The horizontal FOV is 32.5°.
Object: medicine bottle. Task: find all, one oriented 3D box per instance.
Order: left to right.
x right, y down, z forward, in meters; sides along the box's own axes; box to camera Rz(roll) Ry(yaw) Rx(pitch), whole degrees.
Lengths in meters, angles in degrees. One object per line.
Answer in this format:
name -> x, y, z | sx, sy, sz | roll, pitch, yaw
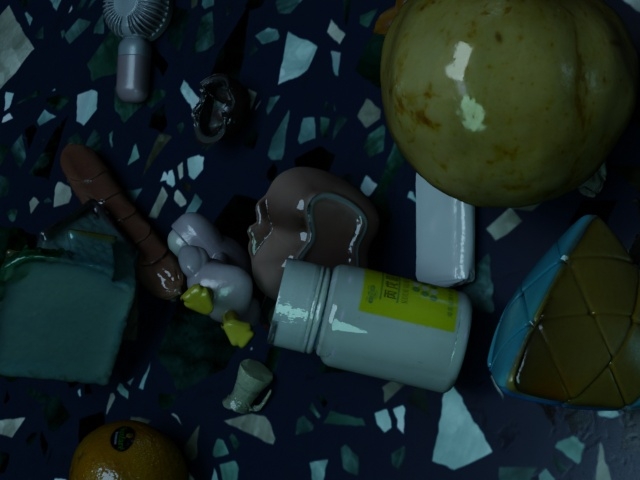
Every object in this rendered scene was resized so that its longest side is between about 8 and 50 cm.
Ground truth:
medicine bottle -> 0.065, 0.111, 1.480 | 0.258, 0.143, 0.143 | 12, 87, 0

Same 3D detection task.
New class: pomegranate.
pomegranate -> 0.236, -0.213, 1.374 | 0.342, 0.342, 0.342 | -9, 75, 36

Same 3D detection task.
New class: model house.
model house -> -0.443, 0.064, 1.874 | 0.249, 0.230, 0.280 | -108, 34, -50

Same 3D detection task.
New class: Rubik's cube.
Rubik's cube -> 0.294, 0.079, 1.359 | 0.254, 0.254, 0.254 | -9, 75, 36

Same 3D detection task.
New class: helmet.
helmet -> -0.160, -0.215, 1.840 | 0.098, 0.070, 0.123 | 15, 97, 45

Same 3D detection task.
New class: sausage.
sausage -> -0.353, -0.033, 1.943 | 0.088, 0.088, 0.433 | -53, 54, 16
sausage -> 0.149, -0.370, 1.650 | 0.183, 0.054, 0.062 | -49, 24, 21

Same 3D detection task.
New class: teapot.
teapot -> -0.113, 0.236, 1.725 | 0.067, 0.057, 0.083 | 33, 109, 8

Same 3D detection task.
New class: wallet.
wallet -> 0.178, -0.022, 1.567 | 0.095, 0.033, 0.190 | -6, 76, 38

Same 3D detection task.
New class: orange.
orange -> -0.308, 0.384, 1.752 | 0.206, 0.206, 0.206 | -9, 75, 36

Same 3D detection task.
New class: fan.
fan -> -0.339, -0.373, 2.014 | 0.130, 0.074, 0.244 | 2, 87, 26

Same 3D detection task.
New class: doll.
doll -> -0.160, 0.046, 1.667 | 0.094, 0.160, 0.365 | -46, 19, 2

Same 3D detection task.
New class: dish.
dish -> 0.000, 0.000, 1.583 | 0.090, 0.213, 0.213 | 12, 87, 68

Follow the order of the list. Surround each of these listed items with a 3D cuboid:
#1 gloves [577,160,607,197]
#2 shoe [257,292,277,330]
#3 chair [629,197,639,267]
gloves -> 0.353, -0.087, 1.443 | 0.044, 0.037, 0.081 | 21, 83, 12
shoe -> -0.045, 0.050, 1.687 | 0.112, 0.099, 0.227 | 3, 81, 48
chair -> 0.452, 0.013, 1.320 | 0.174, 0.149, 0.213 | 31, 141, 35
